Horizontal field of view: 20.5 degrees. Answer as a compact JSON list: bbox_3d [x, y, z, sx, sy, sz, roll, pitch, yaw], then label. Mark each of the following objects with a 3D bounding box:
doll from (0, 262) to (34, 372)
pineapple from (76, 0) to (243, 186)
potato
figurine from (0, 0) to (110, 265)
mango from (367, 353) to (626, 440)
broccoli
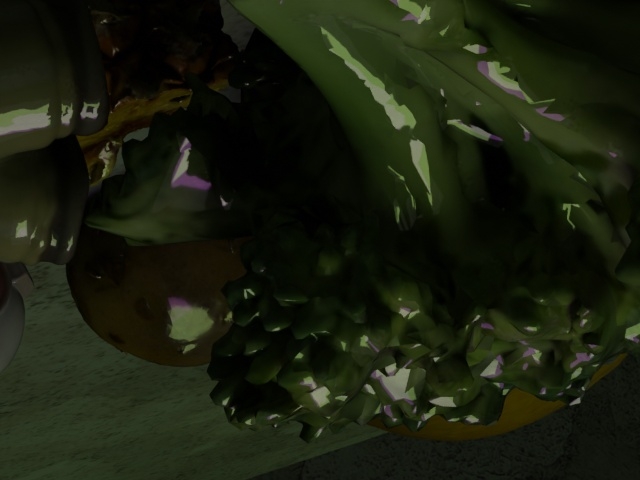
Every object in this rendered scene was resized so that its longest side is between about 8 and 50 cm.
[{"bbox_3d":[-0.313,0.072,1.094,0.287,0.151,0.151,-18,166,-23],"label":"doll"},{"bbox_3d":[-0.147,-0.067,0.918,0.135,0.079,0.233,-5,160,-41],"label":"pineapple"},{"bbox_3d":[-0.088,0.018,1.233,0.176,0.137,0.137,-23,166,3],"label":"potato"},{"bbox_3d":[-0.270,-0.011,0.695,0.381,0.203,0.248,-15,162,-25],"label":"figurine"},{"bbox_3d":[0.111,0.004,1.149,0.301,0.220,0.445,-34,171,6],"label":"mango"},{"bbox_3d":[0.081,-0.064,0.746,0.318,0.277,0.338,6,154,-26],"label":"broccoli"}]
